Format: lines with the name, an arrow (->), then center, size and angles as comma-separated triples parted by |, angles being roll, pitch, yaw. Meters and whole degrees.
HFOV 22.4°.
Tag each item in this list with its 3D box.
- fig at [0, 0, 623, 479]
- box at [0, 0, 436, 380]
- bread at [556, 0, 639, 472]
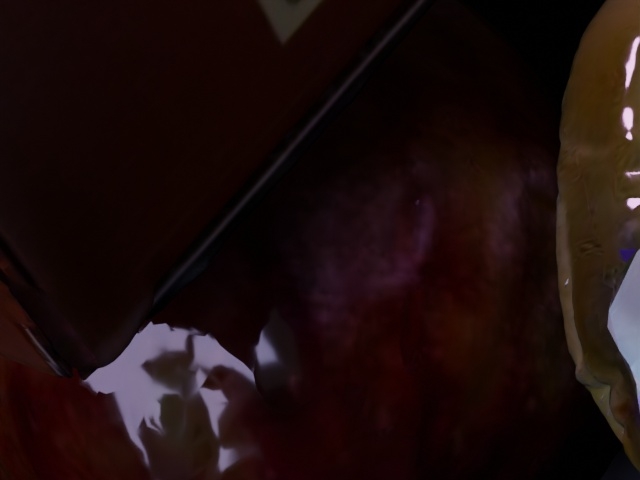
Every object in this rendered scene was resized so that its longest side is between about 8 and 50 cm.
fig -> -0.001, 0.012, 0.559 | 0.224, 0.263, 0.224 | 2, 124, 3
box -> -0.109, -0.155, 0.548 | 0.385, 0.344, 0.122 | 13, 145, 44
bread -> 0.169, 0.005, 0.458 | 0.261, 0.158, 0.156 | 50, 119, 24
